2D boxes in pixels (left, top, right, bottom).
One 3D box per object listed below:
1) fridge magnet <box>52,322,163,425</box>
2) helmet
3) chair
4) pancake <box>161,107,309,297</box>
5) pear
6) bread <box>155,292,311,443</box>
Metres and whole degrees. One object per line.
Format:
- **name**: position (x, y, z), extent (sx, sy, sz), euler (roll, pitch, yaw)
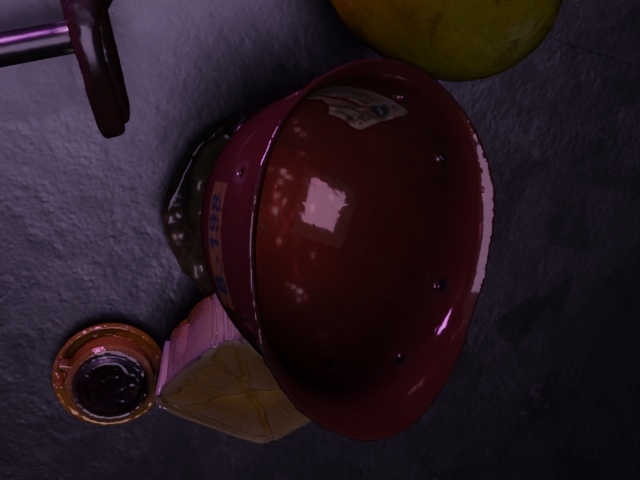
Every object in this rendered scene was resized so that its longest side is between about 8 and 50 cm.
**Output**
- **fridge magnet**: position (-0.266, 0.172, 1.106), extent (0.143, 0.063, 0.143), euler (-4, 109, -12)
- **helmet**: position (0.000, 0.000, 0.963), extent (0.337, 0.230, 0.385), euler (-13, 105, -39)
- **chair**: position (-0.346, -0.185, 0.859), extent (0.400, 0.226, 0.227), euler (-15, 114, -11)
- **pancake**: position (-0.058, -0.027, 1.099), extent (0.294, 0.049, 0.295), euler (-7, 113, -17)
- **pear**: position (0.135, -0.294, 0.943), extent (0.253, 0.253, 0.307), euler (-51, 138, 7)
- **bread**: position (-0.085, 0.154, 1.099), extent (0.209, 0.110, 0.192), euler (25, 130, -29)
